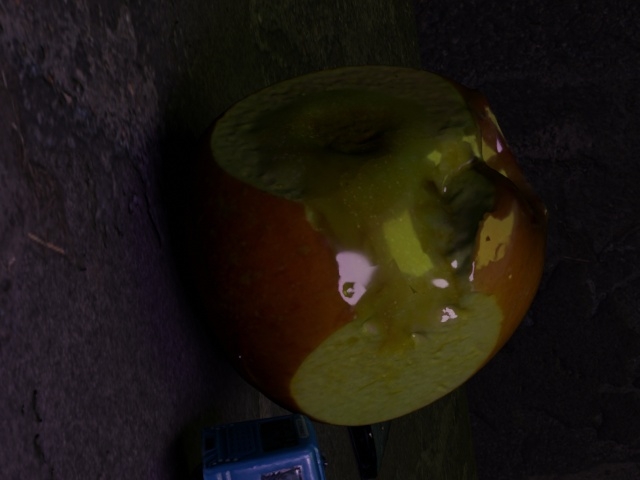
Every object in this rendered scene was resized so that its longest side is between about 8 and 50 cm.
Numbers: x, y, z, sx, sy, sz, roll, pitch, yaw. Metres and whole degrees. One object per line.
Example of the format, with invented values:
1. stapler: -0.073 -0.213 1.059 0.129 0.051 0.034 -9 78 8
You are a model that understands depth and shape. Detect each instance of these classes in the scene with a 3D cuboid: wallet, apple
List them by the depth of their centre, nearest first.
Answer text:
1. apple: 0.051 -0.003 1.189 0.384 0.374 0.374 28 56 -80
2. wallet: 0.094 0.204 1.944 0.379 0.046 0.191 -72 150 -60

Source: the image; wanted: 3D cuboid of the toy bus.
1. toy bus: -0.042 0.292 1.097 0.113 0.134 0.246 -119 -163 -77
